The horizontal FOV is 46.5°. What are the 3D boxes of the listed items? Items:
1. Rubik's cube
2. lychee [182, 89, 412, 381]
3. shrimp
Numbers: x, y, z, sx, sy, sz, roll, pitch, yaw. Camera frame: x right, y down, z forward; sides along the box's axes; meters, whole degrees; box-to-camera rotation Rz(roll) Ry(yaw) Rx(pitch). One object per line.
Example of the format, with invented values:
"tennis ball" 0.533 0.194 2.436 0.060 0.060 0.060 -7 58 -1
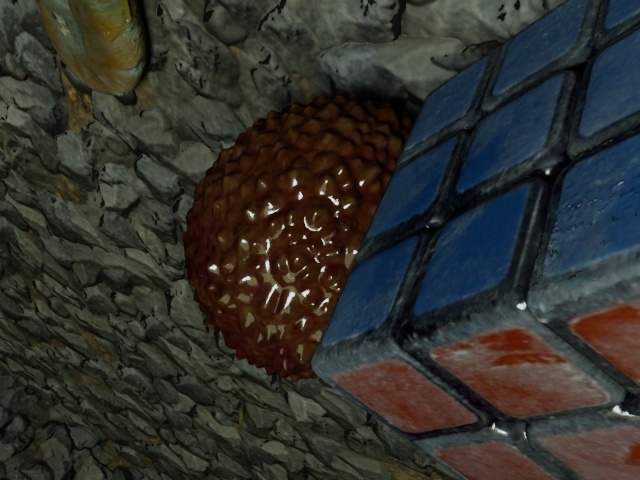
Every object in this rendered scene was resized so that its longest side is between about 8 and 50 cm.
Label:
"Rubik's cube" 0.229 0.018 0.516 0.303 0.301 0.305 39 145 -19
"lychee" 0.000 0.000 0.738 0.275 0.276 0.304 29 128 12
"shrimp" -0.276 -0.295 0.825 0.168 0.077 0.317 25 142 21
